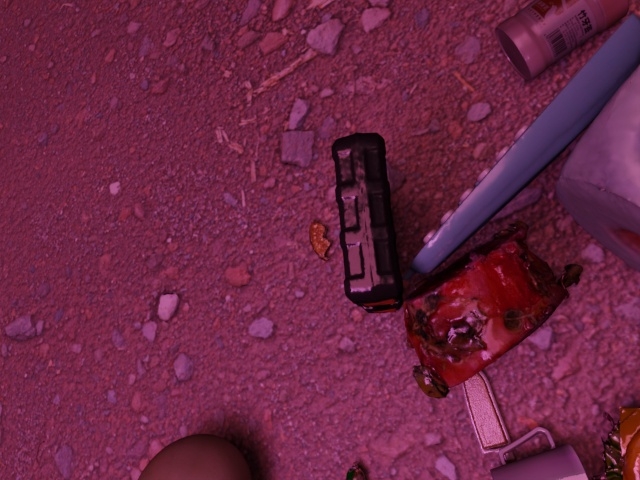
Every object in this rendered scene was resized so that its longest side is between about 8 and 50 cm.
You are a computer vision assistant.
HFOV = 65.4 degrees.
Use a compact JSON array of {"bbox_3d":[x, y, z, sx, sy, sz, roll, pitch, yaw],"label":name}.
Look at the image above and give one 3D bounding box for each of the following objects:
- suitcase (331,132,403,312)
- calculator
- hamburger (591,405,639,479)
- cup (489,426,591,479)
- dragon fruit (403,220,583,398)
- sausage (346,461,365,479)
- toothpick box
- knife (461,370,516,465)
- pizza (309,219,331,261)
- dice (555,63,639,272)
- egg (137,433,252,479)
[{"bbox_3d":[0.071,-0.006,0.692,0.066,0.285,0.206,-7,78,8],"label":"suitcase"},{"bbox_3d":[0.244,-0.086,0.645,0.386,0.256,0.054,-46,78,7],"label":"calculator"},{"bbox_3d":[0.433,0.269,0.588,0.190,0.093,0.164,10,87,27],"label":"hamburger"},{"bbox_3d":[0.285,0.304,0.655,0.116,0.074,0.104,-18,52,10],"label":"cup"},{"bbox_3d":[0.211,0.077,0.672,0.282,0.211,0.147,-36,73,-13],"label":"dragon fruit"},{"bbox_3d":[0.060,0.476,0.753,0.033,0.033,0.269,-7,78,23],"label":"sausage"},{"bbox_3d":[0.345,-0.317,0.725,0.149,0.098,0.098,-35,69,16],"label":"toothpick box"},{"bbox_3d":[0.248,0.289,0.707,0.046,0.022,0.256,-24,72,23],"label":"knife"},{"bbox_3d":[0.000,0.000,0.872,0.037,0.016,0.083,-26,68,19],"label":"pizza"},{"bbox_3d":[0.452,-0.081,0.545,0.265,0.268,0.262,44,98,25],"label":"dice"},{"bbox_3d":[-0.211,0.434,0.797,0.189,0.189,0.253,30,104,25],"label":"egg"}]
